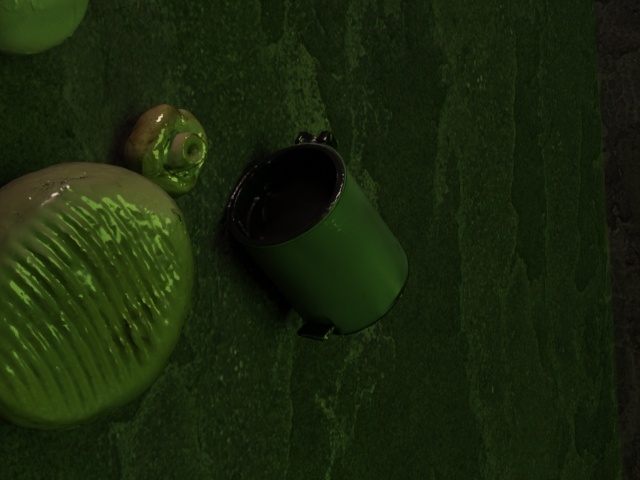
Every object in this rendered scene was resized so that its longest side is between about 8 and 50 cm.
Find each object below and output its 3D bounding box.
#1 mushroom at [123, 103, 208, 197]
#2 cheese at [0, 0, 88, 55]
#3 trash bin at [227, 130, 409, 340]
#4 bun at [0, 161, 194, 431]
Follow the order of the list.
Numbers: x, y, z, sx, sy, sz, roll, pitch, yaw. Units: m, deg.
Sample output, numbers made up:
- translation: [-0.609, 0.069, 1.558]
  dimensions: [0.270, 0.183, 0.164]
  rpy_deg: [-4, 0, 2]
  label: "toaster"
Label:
- translation: [-0.228, -0.135, 1.930]
  dimensions: [0.148, 0.112, 0.148]
  rpy_deg: [-2, 93, -46]
  label: "mushroom"
- translation: [-0.387, -0.336, 1.665]
  dimensions: [0.198, 0.154, 0.189]
  rpy_deg: [-29, 118, -50]
  label: "cheese"
- translation: [0.000, 0.000, 2.165]
  dimensions: [0.262, 0.217, 0.277]
  rpy_deg: [52, 55, -42]
  label: "trash bin"
- translation: [-0.339, 0.064, 1.681]
  dimensions: [0.326, 0.235, 0.362]
  rpy_deg: [35, 78, -43]
  label: "bun"
